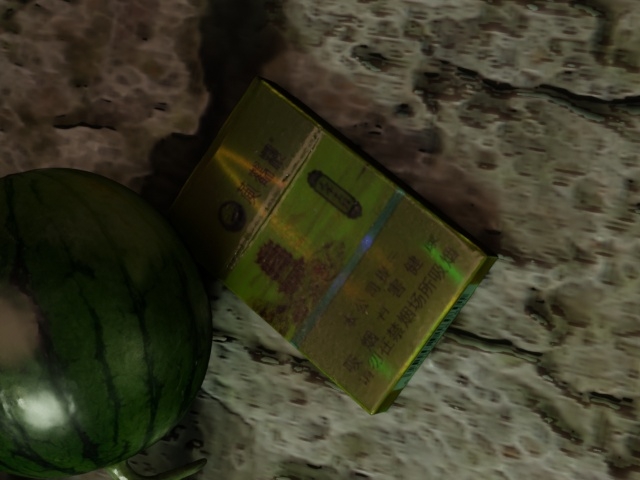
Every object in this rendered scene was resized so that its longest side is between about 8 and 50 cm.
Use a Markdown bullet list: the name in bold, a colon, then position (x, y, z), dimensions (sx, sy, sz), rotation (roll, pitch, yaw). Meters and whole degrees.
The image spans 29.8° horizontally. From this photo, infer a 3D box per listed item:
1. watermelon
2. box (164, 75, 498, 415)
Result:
- **watermelon**: position (-0.159, 0.063, 0.737), dimensions (0.188, 0.188, 0.215), rotation (-15, 93, 24)
- **box**: position (0.000, 0.000, 0.749), dimensions (0.193, 0.030, 0.121), rotation (39, 103, 21)
